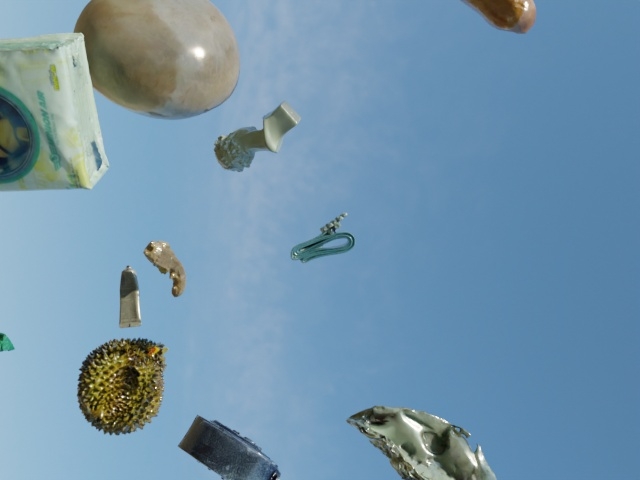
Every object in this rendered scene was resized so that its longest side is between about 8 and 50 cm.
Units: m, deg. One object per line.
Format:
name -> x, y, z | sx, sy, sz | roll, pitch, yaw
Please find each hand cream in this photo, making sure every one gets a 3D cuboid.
hand cream -> -0.494, 0.145, 1.906 | 0.037, 0.057, 0.165 | 88, -5, -72

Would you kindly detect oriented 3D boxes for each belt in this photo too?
belt -> 0.000, 0.000, 1.949 | 0.065, 0.179, 0.100 | -160, -129, -82
belt -> -0.156, 0.375, 1.286 | 0.190, 0.141, 0.082 | 18, -111, 38

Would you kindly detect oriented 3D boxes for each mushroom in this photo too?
mushroom -> -0.359, -0.393, 1.621 | 0.295, 0.362, 0.362 | -61, -138, 45

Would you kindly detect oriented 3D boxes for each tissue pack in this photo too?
tissue pack -> -0.639, -0.242, 1.438 | 0.162, 0.387, 0.288 | -80, 167, -68

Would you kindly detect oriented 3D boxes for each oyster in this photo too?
oyster -> 0.181, 0.381, 1.294 | 0.087, 0.252, 0.199 | 101, -11, -46

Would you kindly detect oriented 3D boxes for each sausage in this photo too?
sausage -> 0.315, -0.499, 1.459 | 0.270, 0.109, 0.109 | 44, -55, 24

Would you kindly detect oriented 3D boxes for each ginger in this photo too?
ginger -> -0.385, 0.066, 1.866 | 0.051, 0.069, 0.173 | -2, -48, 40

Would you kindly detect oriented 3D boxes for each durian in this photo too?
durian -> -0.558, 0.407, 2.093 | 0.258, 0.258, 0.293 | -24, -128, 52

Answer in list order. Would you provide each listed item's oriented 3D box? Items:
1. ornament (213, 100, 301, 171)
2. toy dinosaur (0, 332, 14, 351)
ornament -> -0.179, -0.283, 2.078 | 0.285, 0.130, 0.120 | -22, -74, 31
toy dinosaur -> -0.604, 0.152, 1.196 | 0.094, 0.153, 0.259 | 11, -55, 28
